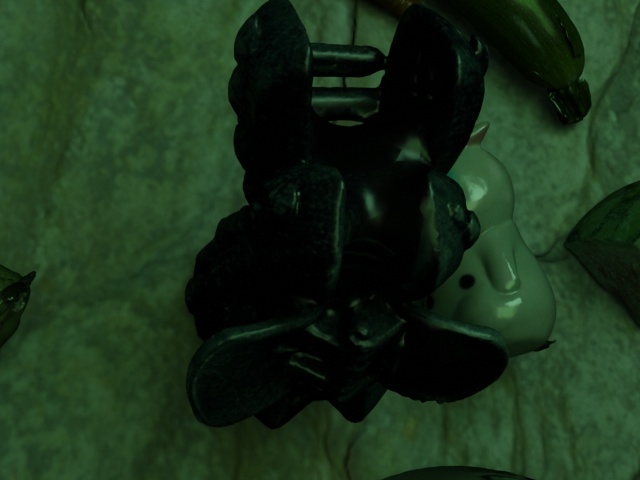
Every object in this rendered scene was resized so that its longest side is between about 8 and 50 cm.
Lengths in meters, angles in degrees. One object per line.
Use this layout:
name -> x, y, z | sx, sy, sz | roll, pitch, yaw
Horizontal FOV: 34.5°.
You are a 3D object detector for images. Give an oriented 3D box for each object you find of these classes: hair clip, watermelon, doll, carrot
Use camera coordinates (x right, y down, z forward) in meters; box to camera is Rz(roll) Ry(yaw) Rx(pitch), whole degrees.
hair clip -> 0.000, 0.007, 0.655 | 0.194, 0.310, 0.206 | -3, 55, -15
watermelon -> 0.278, 0.016, 0.878 | 0.098, 0.121, 0.158 | -36, 131, -7
doll -> 0.112, 0.010, 0.796 | 0.106, 0.110, 0.181 | -15, 81, -39
carrot -> 0.049, -0.219, 0.890 | 0.093, 0.032, 0.032 | 32, 68, -7

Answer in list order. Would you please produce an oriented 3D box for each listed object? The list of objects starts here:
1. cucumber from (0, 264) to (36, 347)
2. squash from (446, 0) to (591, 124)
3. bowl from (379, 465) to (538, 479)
cucumber -> -0.362, 0.013, 0.674 | 0.325, 0.105, 0.145 | 28, 96, -6
squash -> 0.128, -0.230, 0.893 | 0.318, 0.080, 0.071 | 41, 33, -2
bowl -> 0.128, 0.317, 0.668 | 0.353, 0.185, 0.354 | 4, 73, -14
